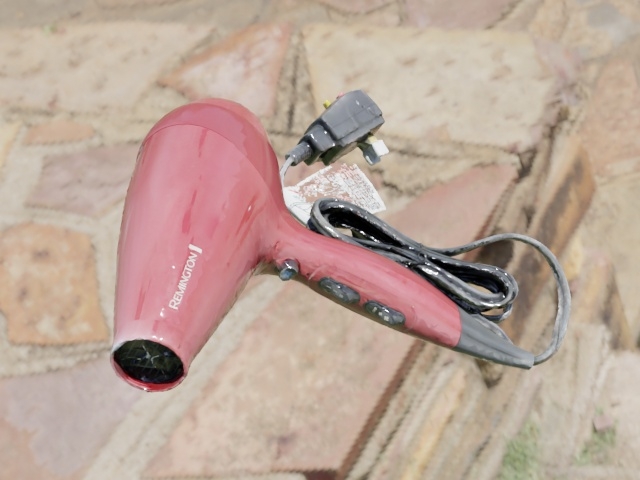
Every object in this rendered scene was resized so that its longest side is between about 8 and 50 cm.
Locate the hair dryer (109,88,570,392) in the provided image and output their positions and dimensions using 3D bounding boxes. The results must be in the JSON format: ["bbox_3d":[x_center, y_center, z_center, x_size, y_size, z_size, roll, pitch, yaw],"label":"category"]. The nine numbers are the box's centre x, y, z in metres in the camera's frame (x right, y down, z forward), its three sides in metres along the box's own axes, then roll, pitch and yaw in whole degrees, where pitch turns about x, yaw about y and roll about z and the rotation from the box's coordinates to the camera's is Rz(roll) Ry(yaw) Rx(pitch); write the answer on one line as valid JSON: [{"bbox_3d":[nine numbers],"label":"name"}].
[{"bbox_3d":[0.000,0.000,0.650,0.293,0.080,0.223,-23,55,-41],"label":"hair dryer"}]
